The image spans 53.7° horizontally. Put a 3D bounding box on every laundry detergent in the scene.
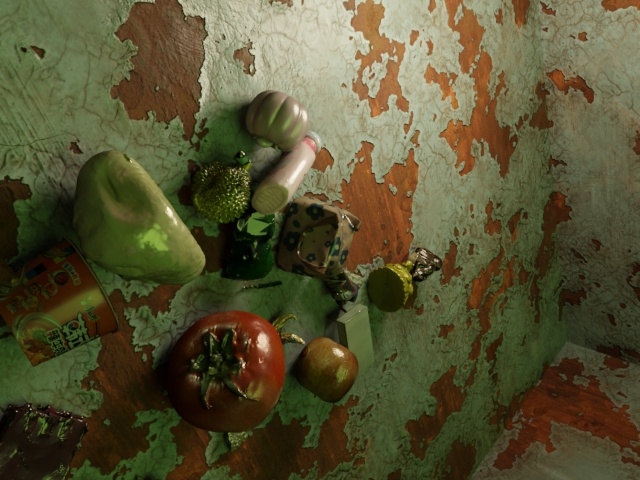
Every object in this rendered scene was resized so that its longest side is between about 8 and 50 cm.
[{"bbox_3d":[-0.084,-0.205,1.810,0.088,0.159,0.335,47,39,-16],"label":"laundry detergent"}]

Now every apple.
[{"bbox_3d":[0.021,0.429,2.107,0.188,0.211,0.211,-58,135,-14],"label":"apple"}]

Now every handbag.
[{"bbox_3d":[-0.681,0.495,1.494,0.203,0.074,0.216,30,78,-47],"label":"handbag"},{"bbox_3d":[0.000,0.000,1.964,0.190,0.193,0.251,11,95,-52],"label":"handbag"}]

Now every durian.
[{"bbox_3d":[-0.262,-0.133,1.682,0.146,0.159,0.198,72,19,-48],"label":"durian"}]

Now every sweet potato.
[{"bbox_3d":[-0.709,0.008,1.273,0.255,0.078,0.058,44,90,-8],"label":"sweet potato"}]

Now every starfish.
[{"bbox_3d":[-0.151,0.334,2.011,0.216,0.071,0.238,23,95,-53],"label":"starfish"}]

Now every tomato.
[{"bbox_3d":[-0.241,0.367,1.736,0.341,0.341,0.272,-55,149,-19],"label":"tomato"}]

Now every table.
[{"bbox_3d":[0.101,0.347,2.240,0.122,0.111,0.240,-30,122,-37],"label":"table"}]

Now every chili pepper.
[{"bbox_3d":[-0.191,-0.010,1.809,0.148,0.116,0.264,5,95,-22],"label":"chili pepper"}]

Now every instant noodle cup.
[{"bbox_3d":[-0.583,0.142,1.376,0.192,0.250,0.250,-31,124,-26],"label":"instant noodle cup"}]

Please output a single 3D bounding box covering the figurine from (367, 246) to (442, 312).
[{"bbox_3d":[0.327,0.120,2.403,0.315,0.168,0.187,-34,114,-46],"label":"figurine"}]

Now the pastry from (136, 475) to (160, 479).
[{"bbox_3d":[-0.481,0.786,1.772,0.154,0.102,0.249,-22,120,-44],"label":"pastry"}]

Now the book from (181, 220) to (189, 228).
[{"bbox_3d":[-0.404,-0.013,1.667,0.111,0.014,0.077,-55,136,-18],"label":"book"}]

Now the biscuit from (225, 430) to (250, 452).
[{"bbox_3d":[-0.253,0.534,1.986,0.133,0.032,0.249,-24,118,-41],"label":"biscuit"}]

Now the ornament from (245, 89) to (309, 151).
[{"bbox_3d":[-0.123,-0.323,1.752,0.177,0.177,0.177,-17,114,-43],"label":"ornament"}]

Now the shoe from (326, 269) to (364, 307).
[{"bbox_3d":[0.059,0.159,2.145,0.228,0.099,0.125,22,83,-52],"label":"shoe"}]

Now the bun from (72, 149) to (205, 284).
[{"bbox_3d":[-0.423,-0.023,1.412,0.213,0.361,0.361,-37,129,-10],"label":"bun"}]

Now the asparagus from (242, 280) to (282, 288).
[{"bbox_3d":[-0.181,0.140,1.951,0.163,0.016,0.016,-3,130,-46],"label":"asparagus"}]
